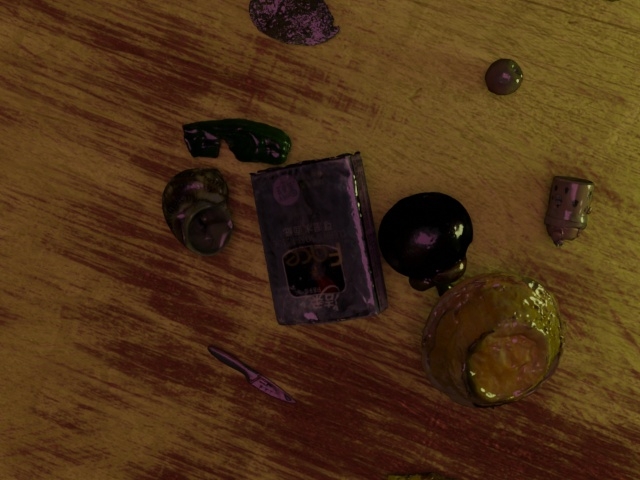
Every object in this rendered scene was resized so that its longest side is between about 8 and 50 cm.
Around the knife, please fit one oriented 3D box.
[{"bbox_3d":[-0.164,0.321,1.911,0.247,0.018,0.035,34,93,1],"label":"knife"}]

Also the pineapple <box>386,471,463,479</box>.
[{"bbox_3d":[0.261,0.631,1.840,0.250,0.140,0.164,14,96,1],"label":"pineapple"}]

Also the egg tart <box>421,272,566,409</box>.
[{"bbox_3d":[0.388,0.240,1.759,0.345,0.132,0.345,-4,114,-9],"label":"egg tart"}]

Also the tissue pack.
[{"bbox_3d":[0.000,0.000,1.798,0.259,0.122,0.361,-7,95,27],"label":"tissue pack"}]

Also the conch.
[{"bbox_3d":[-0.272,-0.076,1.849,0.187,0.124,0.181,42,87,-22],"label":"conch"}]

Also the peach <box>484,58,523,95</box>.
[{"bbox_3d":[0.404,-0.360,1.793,0.083,0.083,0.083,0,94,5],"label":"peach"}]

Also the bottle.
[{"bbox_3d":[0.548,-0.062,1.796,0.099,0.099,0.152,7,103,4],"label":"bottle"}]

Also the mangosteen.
[{"bbox_3d":[0.239,0.019,1.774,0.211,0.211,0.250,-17,106,6],"label":"mangosteen"}]

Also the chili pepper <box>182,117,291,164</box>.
[{"bbox_3d":[-0.191,-0.229,1.851,0.253,0.083,0.099,6,103,8],"label":"chili pepper"}]

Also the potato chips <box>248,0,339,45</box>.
[{"bbox_3d":[-0.057,-0.512,1.849,0.209,0.026,0.142,33,93,2],"label":"potato chips"}]
